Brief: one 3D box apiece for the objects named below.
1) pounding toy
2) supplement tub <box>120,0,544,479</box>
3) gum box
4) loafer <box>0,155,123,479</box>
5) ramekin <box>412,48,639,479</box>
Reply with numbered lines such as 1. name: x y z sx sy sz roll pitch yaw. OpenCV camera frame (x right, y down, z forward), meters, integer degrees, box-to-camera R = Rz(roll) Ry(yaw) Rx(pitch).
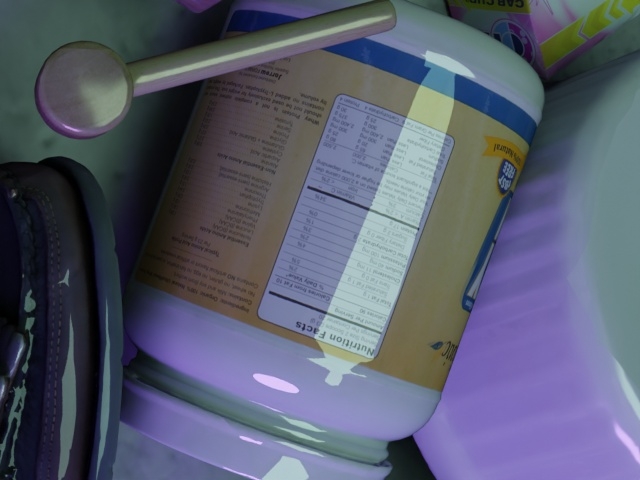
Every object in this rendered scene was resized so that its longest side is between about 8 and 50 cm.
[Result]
1. pounding toy: -0.057 -0.129 0.547 0.181 0.094 0.206 31 80 -16
2. supplement tub: 0.000 0.000 0.621 0.144 0.144 0.199 22 87 -41
3. gum box: 0.145 -0.177 0.748 0.188 0.062 0.107 -35 121 -27
4. loafer: -0.147 0.115 0.561 0.095 0.109 0.302 2 103 -35
5. ramekin: 0.182 0.033 0.714 0.277 0.135 0.277 9 71 -27
